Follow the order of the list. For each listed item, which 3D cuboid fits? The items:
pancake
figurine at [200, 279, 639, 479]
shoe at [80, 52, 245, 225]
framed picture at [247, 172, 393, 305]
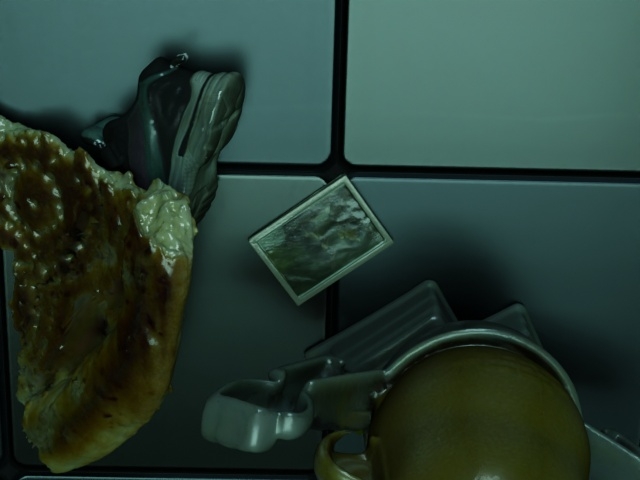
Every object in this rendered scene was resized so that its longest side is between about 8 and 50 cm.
[{"bbox_3d":[-0.189,0.026,0.921,0.244,0.057,0.266,52,126,4],"label":"pancake"},{"bbox_3d":[0.098,0.141,0.871,0.342,0.285,0.167,-6,107,-1],"label":"figurine"},{"bbox_3d":[-0.122,-0.060,0.917,0.099,0.071,0.169,28,117,6],"label":"shoe"},{"bbox_3d":[0.000,0.000,0.967,0.089,0.007,0.066,-33,107,10],"label":"framed picture"}]
